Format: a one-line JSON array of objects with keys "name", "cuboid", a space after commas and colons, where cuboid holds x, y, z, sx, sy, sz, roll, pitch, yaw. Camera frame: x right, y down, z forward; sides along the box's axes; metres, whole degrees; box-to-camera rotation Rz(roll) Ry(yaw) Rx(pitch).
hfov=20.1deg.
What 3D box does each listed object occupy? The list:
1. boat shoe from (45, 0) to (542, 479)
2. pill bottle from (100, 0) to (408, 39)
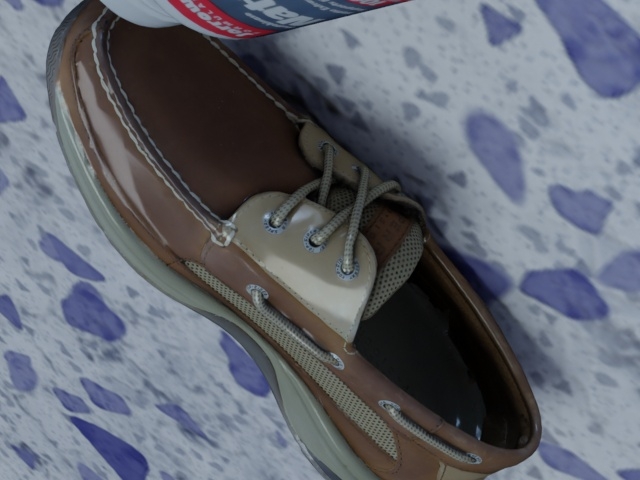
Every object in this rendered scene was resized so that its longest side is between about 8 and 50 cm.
[{"name": "boat shoe", "cuboid": [0.000, 0.000, 0.881, 0.116, 0.123, 0.324, -13, 127, 45]}, {"name": "pill bottle", "cuboid": [-0.019, -0.138, 0.726, 0.180, 0.108, 0.108, -6, 126, 51]}]
